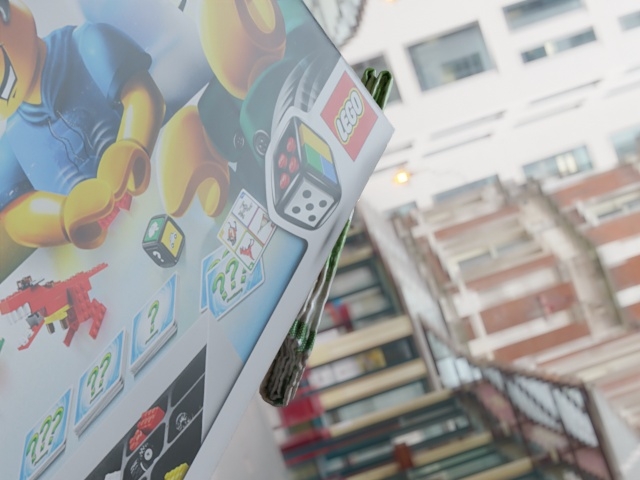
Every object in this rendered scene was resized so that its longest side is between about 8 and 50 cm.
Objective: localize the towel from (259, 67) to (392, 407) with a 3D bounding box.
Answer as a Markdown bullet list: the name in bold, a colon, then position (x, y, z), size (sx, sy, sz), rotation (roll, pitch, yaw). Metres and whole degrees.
- **towel**: position (0.000, 0.000, 0.735), size (0.113, 0.023, 0.152), rotation (110, -3, -69)

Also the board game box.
- **board game box**: position (-0.103, 0.014, 0.335), size (0.193, 0.053, 0.305), rotation (51, 50, -31)
